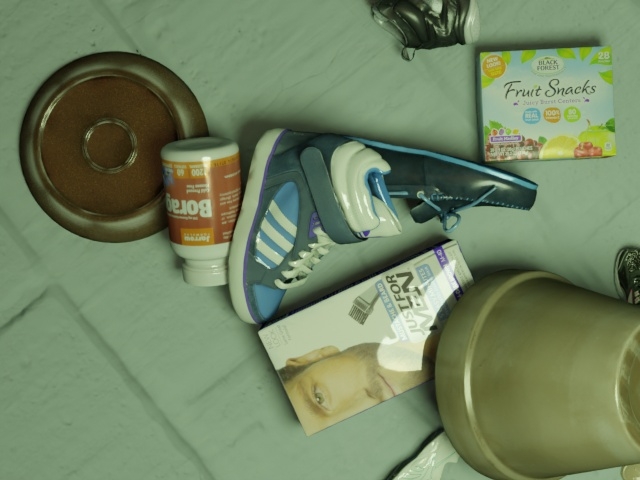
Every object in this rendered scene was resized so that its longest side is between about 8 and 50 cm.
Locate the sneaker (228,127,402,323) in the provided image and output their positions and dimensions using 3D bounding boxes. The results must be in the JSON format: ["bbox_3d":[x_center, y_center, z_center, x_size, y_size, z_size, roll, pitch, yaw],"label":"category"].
[{"bbox_3d":[0.000,0.000,1.624,0.236,0.130,0.323,16,104,24],"label":"sneaker"}]

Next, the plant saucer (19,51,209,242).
[{"bbox_3d":[-0.334,-0.150,1.723,0.310,0.050,0.311,0,91,1],"label":"plant saucer"}]

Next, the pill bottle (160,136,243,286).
[{"bbox_3d":[-0.178,-0.044,1.669,0.121,0.121,0.216,-4,106,1],"label":"pill bottle"}]

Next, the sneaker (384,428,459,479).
[{"bbox_3d":[0.157,0.370,1.712,0.152,0.054,0.061,-41,92,0],"label":"sneaker"}]

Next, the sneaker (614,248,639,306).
[{"bbox_3d":[0.513,0.099,1.693,0.072,0.077,0.178,-11,89,0],"label":"sneaker"}]

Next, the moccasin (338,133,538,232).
[{"bbox_3d":[0.164,-0.081,1.688,0.341,0.137,0.117,13,95,15],"label":"moccasin"}]

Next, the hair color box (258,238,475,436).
[{"bbox_3d":[0.093,0.149,1.687,0.338,0.110,0.185,-25,91,3],"label":"hair color box"}]

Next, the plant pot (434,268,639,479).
[{"bbox_3d":[0.372,0.197,1.531,0.323,0.280,0.323,3,85,-35],"label":"plant pot"}]

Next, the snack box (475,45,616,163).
[{"bbox_3d":[0.353,-0.212,1.699,0.207,0.070,0.175,-2,90,0],"label":"snack box"}]

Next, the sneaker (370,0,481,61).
[{"bbox_3d":[0.142,-0.416,1.685,0.153,0.101,0.269,-21,92,-2],"label":"sneaker"}]

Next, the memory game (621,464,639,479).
[{"bbox_3d":[0.552,0.426,1.725,0.186,0.012,0.186,0,91,1],"label":"memory game"}]
